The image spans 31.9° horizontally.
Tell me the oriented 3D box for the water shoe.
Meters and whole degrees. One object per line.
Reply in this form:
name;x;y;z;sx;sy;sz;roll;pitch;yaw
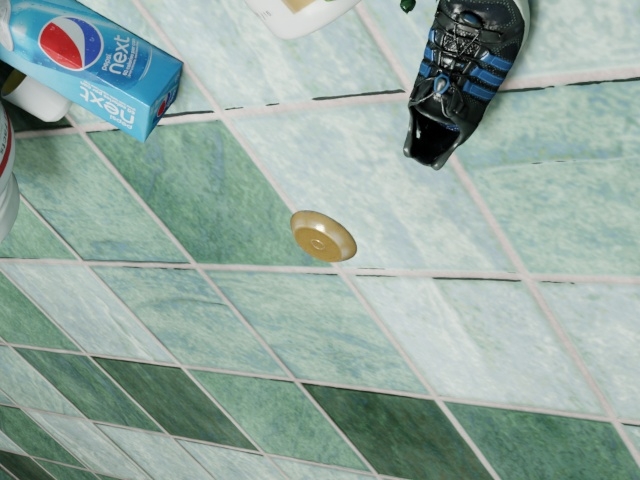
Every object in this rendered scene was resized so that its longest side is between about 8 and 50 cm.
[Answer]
water shoe;0.111;-0.129;0.880;0.073;0.080;0.203;24;150;12

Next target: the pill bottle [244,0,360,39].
pill bottle;-0.053;-0.263;0.775;0.229;0.131;0.131;46;148;-25

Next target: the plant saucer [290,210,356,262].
plant saucer;0.000;0.000;1.248;0.083;0.015;0.083;23;150;14

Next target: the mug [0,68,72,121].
mug;-0.310;-0.170;1.247;0.062;0.078;0.064;-36;124;24

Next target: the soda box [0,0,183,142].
soda box;-0.248;-0.190;1.134;0.210;0.067;0.071;30;151;1

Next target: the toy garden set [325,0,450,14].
toy garden set;0.139;-0.182;0.668;0.244;0.203;0.049;-1;105;66

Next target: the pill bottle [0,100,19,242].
pill bottle;-0.456;-0.132;1.160;0.229;0.229;0.408;23;156;15
